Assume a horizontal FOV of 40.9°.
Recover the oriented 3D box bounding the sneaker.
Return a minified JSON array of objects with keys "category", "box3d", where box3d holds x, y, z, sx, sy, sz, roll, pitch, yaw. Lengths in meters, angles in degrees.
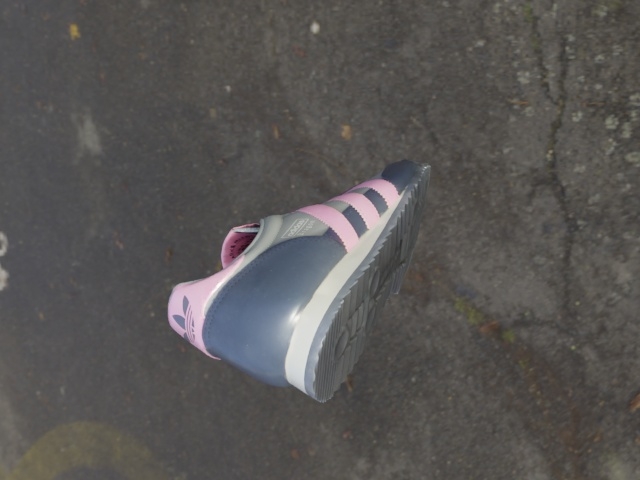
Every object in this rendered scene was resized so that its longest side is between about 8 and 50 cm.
[{"category":"sneaker","box3d":[0.000,0.000,0.674,0.131,0.319,0.112,15,115,15]}]
